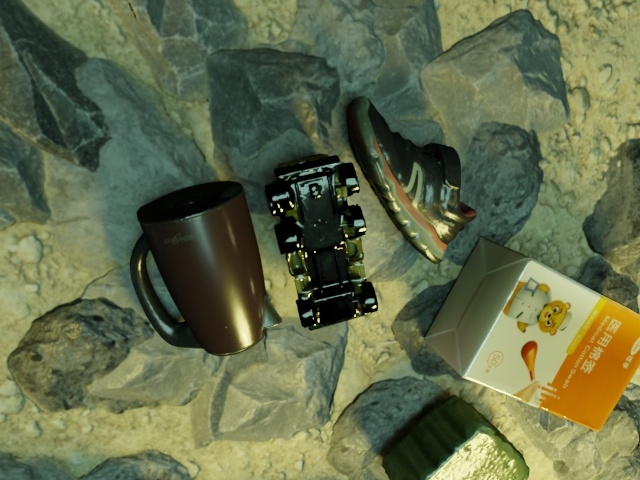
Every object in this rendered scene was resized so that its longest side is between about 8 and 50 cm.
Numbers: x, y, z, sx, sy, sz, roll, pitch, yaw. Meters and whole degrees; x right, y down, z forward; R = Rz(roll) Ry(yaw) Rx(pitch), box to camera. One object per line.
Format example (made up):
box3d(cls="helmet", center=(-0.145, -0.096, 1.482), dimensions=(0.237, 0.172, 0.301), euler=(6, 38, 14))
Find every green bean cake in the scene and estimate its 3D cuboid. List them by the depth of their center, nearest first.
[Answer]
box3d(cls="green bean cake", center=(0.251, 0.426, 0.988), dimensions=(0.222, 0.125, 0.227), euler=(-44, 114, -3))

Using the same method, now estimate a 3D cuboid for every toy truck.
box3d(cls="toy truck", center=(0.001, 0.003, 0.795), dimensions=(0.127, 0.127, 0.257), euler=(-15, 110, -5))

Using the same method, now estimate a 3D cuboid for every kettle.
box3d(cls="kettle", center=(-0.171, 0.053, 0.755), dimensions=(0.202, 0.144, 0.232), euler=(-10, 112, 7))

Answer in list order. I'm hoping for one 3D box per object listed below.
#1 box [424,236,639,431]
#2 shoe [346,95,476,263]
box3d(cls="box", center=(0.392, 0.168, 0.945), dimensions=(0.341, 0.143, 0.225), euler=(25, 97, -20))
box3d(cls="shoe", center=(0.146, -0.101, 0.810), dimensions=(0.137, 0.114, 0.291), euler=(-36, 114, 2))
